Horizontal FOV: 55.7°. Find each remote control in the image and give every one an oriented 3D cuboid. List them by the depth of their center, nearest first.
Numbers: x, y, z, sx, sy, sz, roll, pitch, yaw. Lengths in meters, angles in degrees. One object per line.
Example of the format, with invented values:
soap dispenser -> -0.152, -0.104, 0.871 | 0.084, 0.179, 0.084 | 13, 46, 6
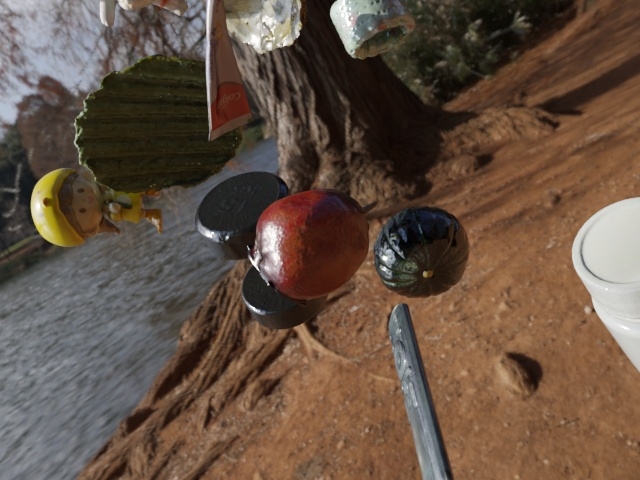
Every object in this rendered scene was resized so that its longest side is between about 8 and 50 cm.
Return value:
remote control -> 0.183, 0.294, 1.139 | 0.044, 0.107, 0.377 | 2, 44, -10

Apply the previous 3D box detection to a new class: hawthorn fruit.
hawthorn fruit -> 0.000, 0.000, 1.053 | 0.251, 0.189, 0.189 | -25, 10, -7

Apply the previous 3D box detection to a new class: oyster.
oyster -> -0.108, -0.537, 1.356 | 0.396, 0.204, 0.111 | -18, 30, 56

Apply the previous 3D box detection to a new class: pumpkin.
pumpkin -> 0.228, 0.028, 1.365 | 0.220, 0.220, 0.162 | -26, 33, 15

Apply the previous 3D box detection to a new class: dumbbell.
dumbbell -> -0.117, 0.028, 1.325 | 0.203, 0.322, 0.204 | -12, 44, 12

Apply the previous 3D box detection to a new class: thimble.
thimble -> 0.144, -0.589, 1.609 | 0.211, 0.149, 0.185 | -18, -9, -38

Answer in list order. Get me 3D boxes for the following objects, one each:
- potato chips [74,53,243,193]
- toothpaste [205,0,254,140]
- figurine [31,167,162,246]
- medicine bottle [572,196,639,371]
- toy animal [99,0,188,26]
potato chips -> -0.409, -0.295, 1.555 | 0.429, 0.358, 0.070 | -6, 29, -17
toothpaste -> -0.121, -0.272, 0.713 | 0.048, 0.301, 0.075 | 4, 31, 9
figurine -> -0.610, -0.092, 1.663 | 0.343, 0.215, 0.187 | -2, -16, -8
medicine bottle -> 0.402, 0.072, 0.709 | 0.144, 0.252, 0.144 | -30, 39, 28
toy animal -> -0.414, -0.536, 1.267 | 0.140, 0.282, 0.138 | -35, 41, 57
